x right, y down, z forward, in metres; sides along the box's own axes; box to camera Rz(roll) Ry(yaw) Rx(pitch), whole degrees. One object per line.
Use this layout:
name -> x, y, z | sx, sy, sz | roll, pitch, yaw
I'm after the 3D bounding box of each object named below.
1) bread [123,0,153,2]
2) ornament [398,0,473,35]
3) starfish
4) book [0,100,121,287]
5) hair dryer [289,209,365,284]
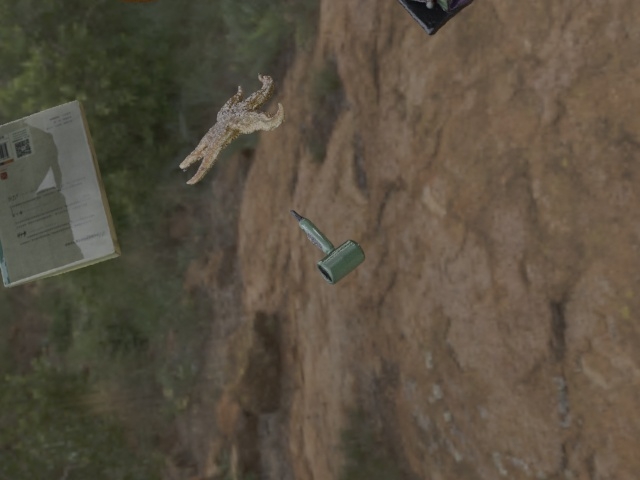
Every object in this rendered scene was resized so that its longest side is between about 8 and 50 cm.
bread -> -0.345, -0.587, 1.853 | 0.146, 0.269, 0.268 | 33, 124, 57
ornament -> 0.129, -0.276, 0.914 | 0.081, 0.088, 0.203 | 48, 167, 0
starfish -> -0.198, -0.246, 2.065 | 0.060, 0.302, 0.299 | 48, 174, -31
book -> -0.472, -0.080, 1.641 | 0.025, 0.215, 0.282 | 37, -142, -78
hair dryer -> 0.000, 0.000, 1.581 | 0.150, 0.071, 0.047 | 46, 160, 21
